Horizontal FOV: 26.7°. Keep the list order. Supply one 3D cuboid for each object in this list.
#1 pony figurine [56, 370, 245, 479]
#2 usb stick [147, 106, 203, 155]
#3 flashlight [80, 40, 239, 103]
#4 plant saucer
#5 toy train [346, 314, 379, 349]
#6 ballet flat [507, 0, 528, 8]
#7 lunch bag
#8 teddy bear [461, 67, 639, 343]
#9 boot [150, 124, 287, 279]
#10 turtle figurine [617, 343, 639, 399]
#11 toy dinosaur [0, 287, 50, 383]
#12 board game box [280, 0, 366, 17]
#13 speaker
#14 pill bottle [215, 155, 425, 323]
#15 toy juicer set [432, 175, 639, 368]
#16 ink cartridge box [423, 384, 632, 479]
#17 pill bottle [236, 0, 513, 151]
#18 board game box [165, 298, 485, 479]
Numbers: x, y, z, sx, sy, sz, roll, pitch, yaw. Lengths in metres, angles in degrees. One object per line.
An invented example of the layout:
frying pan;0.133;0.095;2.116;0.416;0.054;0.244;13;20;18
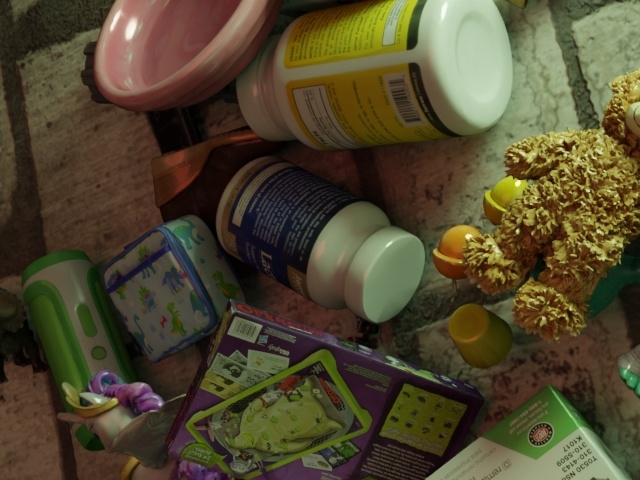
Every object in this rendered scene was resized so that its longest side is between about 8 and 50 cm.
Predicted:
pony figurine;-0.180;0.301;1.847;0.351;0.303;0.363;-32;86;32
usb stick;-0.239;-0.223;2.051;0.077;0.045;0.278;-34;67;35
flashlight;-0.195;-0.250;1.957;0.304;0.103;0.103;0;105;22
plant saucer;-0.166;-0.306;1.818;0.332;0.084;0.332;-27;45;30
toy train;0.047;0.149;1.815;0.036;0.027;0.158;33;107;46
ballet flat;0.305;-0.375;1.639;0.073;0.080;0.232;48;120;-1
lunch bag;-0.216;0.068;1.936;0.219;0.090;0.176;-30;87;49
teddy bear;0.307;-0.046;1.503;0.338;0.113;0.245;-33;54;10
boot;-0.121;-0.051;1.934;0.248;0.090;0.207;-16;96;31
turtle figurine;0.446;0.099;1.461;0.175;0.118;0.234;41;120;-12
toy dinosaur;-0.515;0.135;2.182;0.313;0.121;0.160;-144;44;-71
board game box;0.076;-0.428;1.792;0.303;0.097;0.224;-3;86;39
speaker;-0.361;0.167;2.065;0.131;0.131;0.297;-38;65;29
pill bottle;0.000;0.000;1.782;0.264;0.153;0.153;28;103;36
toy juicer set;0.288;0.003;1.615;0.329;0.089;0.209;-28;52;15
ink cartridge box;0.277;0.339;1.533;0.201;0.117;0.278;-39;63;7
pill bottle;0.062;-0.213;1.729;0.334;0.188;0.188;-3;85;37
board game box;0.007;0.222;1.669;0.208;0.346;0.056;-65;17;10
